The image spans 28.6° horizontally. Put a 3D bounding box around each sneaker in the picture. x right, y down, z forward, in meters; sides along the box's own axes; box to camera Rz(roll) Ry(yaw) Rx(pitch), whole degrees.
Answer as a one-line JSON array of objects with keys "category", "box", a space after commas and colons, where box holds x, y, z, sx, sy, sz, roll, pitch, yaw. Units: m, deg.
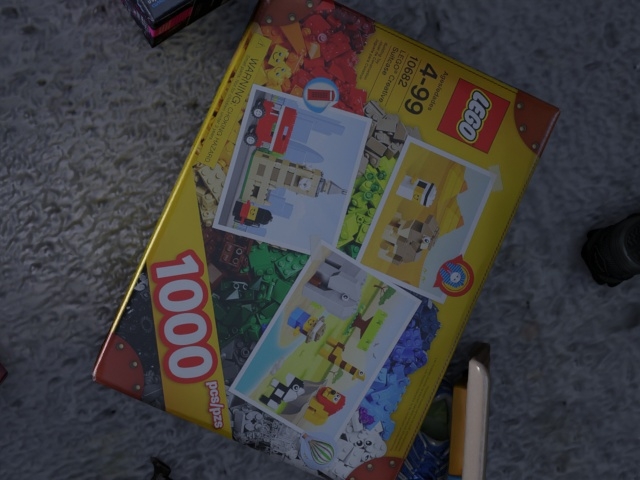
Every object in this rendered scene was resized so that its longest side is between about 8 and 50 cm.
[{"category": "sneaker", "box": [0.422, -0.007, 1.620, 0.227, 0.130, 0.087, -25, 90, -34]}, {"category": "sneaker", "box": [0.124, 0.272, 1.584, 0.080, 0.081, 0.211, 10, 90, -8]}]

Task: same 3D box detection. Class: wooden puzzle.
[{"category": "wooden puzzle", "box": [0.178, 0.242, 1.515, 0.044, 0.239, 0.221, 4, 92, 7]}]

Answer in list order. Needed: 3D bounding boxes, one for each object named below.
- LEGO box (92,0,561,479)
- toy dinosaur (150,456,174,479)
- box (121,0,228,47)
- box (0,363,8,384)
[{"category": "LEGO box", "box": [0.000, 0.000, 1.502, 0.372, 0.193, 0.500, 24, 89, -7]}, {"category": "toy dinosaur", "box": [-0.197, 0.375, 1.541, 0.313, 0.121, 0.160, 41, 84, -31]}, {"category": "box", "box": [-0.163, -0.334, 1.440, 0.163, 0.247, 0.142, -33, 97, -6]}, {"category": "box", "box": [-0.528, 0.141, 1.453, 0.213, 0.117, 0.243, -41, 97, -4]}]
